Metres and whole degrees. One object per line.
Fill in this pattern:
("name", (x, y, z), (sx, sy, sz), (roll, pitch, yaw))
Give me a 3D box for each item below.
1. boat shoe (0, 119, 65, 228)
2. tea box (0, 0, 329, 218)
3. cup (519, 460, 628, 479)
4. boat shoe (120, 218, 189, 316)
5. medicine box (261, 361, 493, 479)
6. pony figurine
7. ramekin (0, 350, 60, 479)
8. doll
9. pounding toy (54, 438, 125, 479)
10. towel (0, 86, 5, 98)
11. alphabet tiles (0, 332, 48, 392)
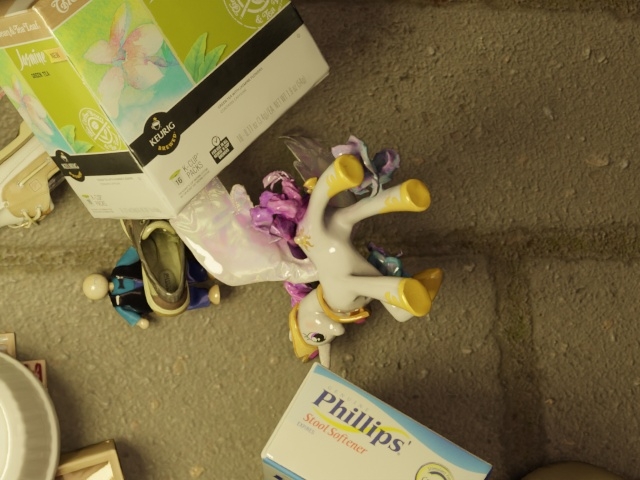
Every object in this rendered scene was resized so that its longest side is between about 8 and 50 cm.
("boat shoe", (-0.407, -0.069, 1.841), (0.103, 0.113, 0.302), (39, 74, -5))
("tea box", (-0.223, -0.252, 1.789), (0.329, 0.220, 0.323), (-47, 117, -28))
("cup", (0.427, 0.495, 1.965), (0.331, 0.237, 0.331), (2, 87, -28))
("boat shoe", (-0.225, -0.007, 1.884), (0.080, 0.073, 0.223), (-9, 68, -20))
("medicine box", (0.067, 0.316, 1.829), (0.263, 0.289, 0.149), (29, 74, 8))
("pony figurine", (0.000, 0.000, 1.858), (0.303, 0.363, 0.351), (-24, 85, -34))
("ramekin", (-0.476, 0.263, 1.728), (0.273, 0.127, 0.273), (-1, 80, 4))
("doll", (-0.241, 0.060, 1.918), (0.189, 0.046, 0.129), (-3, 76, -16))
("pounding toy", (-0.353, 0.388, 1.835), (0.206, 0.094, 0.181), (-16, 95, -9))
("towel", (-0.486, -0.286, 1.849), (0.197, 0.029, 0.144), (35, 47, -10))
("alphabet tiles", (-0.488, 0.230, 1.844), (0.237, 0.009, 0.198), (-4, 86, -18))
